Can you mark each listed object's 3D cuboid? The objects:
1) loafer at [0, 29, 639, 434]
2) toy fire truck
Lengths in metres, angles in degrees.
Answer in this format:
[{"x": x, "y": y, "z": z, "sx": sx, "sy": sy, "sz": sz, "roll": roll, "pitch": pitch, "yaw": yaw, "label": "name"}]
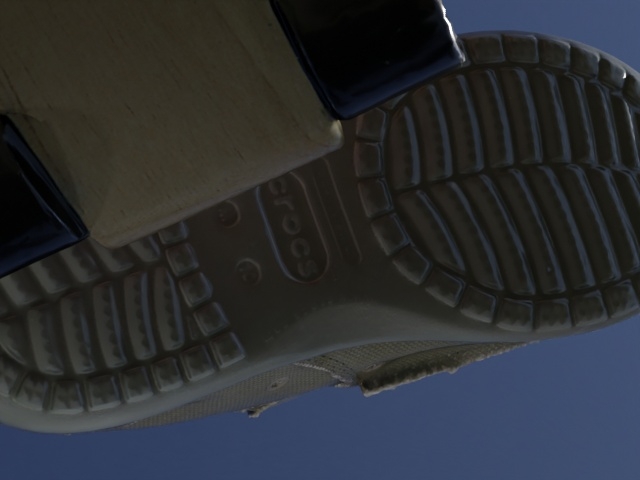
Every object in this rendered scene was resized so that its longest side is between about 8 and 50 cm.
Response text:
[{"x": 0.000, "y": 0.000, "z": 0.547, "sx": 0.251, "sy": 0.087, "sz": 0.094, "roll": -9, "pitch": -99, "yaw": -26, "label": "loafer"}, {"x": -0.100, "y": -0.136, "z": 0.398, "sx": 0.158, "sy": 0.217, "sz": 0.246, "roll": -25, "pitch": -131, "yaw": 5, "label": "toy fire truck"}]
